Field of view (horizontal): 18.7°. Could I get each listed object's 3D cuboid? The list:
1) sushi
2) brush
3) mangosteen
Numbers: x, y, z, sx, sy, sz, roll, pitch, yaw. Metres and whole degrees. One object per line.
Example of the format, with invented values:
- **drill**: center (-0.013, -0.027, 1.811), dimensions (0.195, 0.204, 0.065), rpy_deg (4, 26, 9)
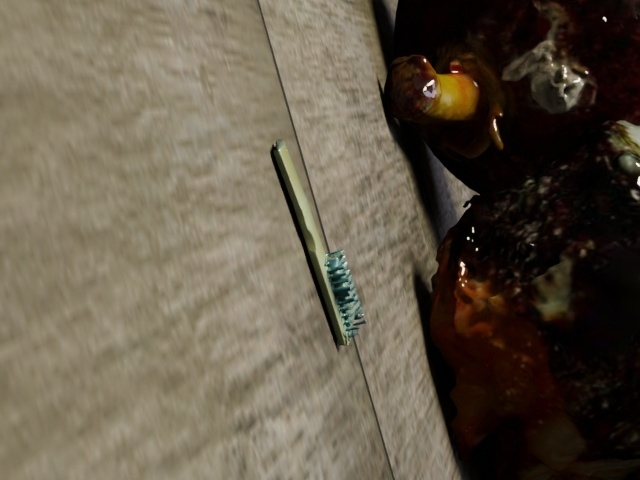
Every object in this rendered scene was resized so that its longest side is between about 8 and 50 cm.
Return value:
- **sushi**: center (0.166, 0.071, 1.135), dimensions (0.343, 0.181, 0.196), rpy_deg (61, 11, -58)
- **brush**: center (0.000, 0.000, 0.725), dimensions (0.016, 0.013, 0.084), rpy_deg (-78, 150, -67)
- **mangosteen**: center (0.133, -0.112, 1.214), dimensions (0.261, 0.235, 0.236), rpy_deg (-27, 105, -37)
